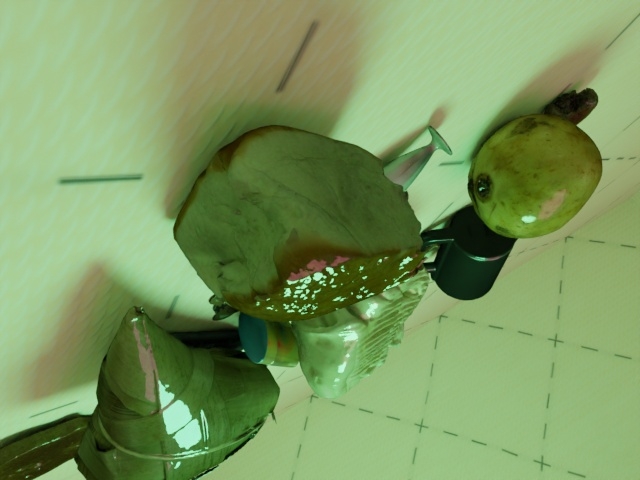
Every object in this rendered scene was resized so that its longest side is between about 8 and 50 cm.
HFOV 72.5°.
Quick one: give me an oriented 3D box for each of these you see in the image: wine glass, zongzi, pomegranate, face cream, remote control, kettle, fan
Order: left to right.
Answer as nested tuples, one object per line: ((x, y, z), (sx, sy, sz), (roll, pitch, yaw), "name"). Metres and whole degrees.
((-0.293, 0.240, 0.981), (0.107, 0.044, 0.377), (-43, 155, 14), "remote control")
((-0.185, 0.259, 0.871), (0.499, 0.218, 0.467), (-13, 140, -50), "zongzi")
((-0.135, 0.110, 0.960), (0.226, 0.008, 0.153), (-23, 156, -19), "fan")
((-0.119, 0.233, 1.049), (0.067, 0.139, 0.285), (-23, 159, 5), "face cream")
((0.148, -0.127, 0.765), (0.155, 0.073, 0.073), (-41, 155, 14), "wine glass")
((0.432, 0.028, 1.332), (0.203, 0.262, 0.308), (-62, 162, -20), "kettle")
((0.435, -0.129, 0.903), (0.260, 0.260, 0.260), (-26, 156, -13), "pomegranate")

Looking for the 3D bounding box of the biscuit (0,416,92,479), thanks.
((-0.655, 0.500, 1.038), (0.257, 0.049, 0.273), (-19, 155, -34), "biscuit")

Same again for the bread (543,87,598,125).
((0.534, -0.280, 0.947), (0.113, 0.060, 0.082), (-27, 156, -6), "bread")

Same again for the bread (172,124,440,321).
((-0.042, -0.007, 0.570), (0.250, 0.225, 0.279), (-2, 155, -40), "bread")

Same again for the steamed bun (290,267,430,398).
((0.066, 0.150, 1.006), (0.339, 0.247, 0.352), (-27, 135, -39), "steamed bun")
